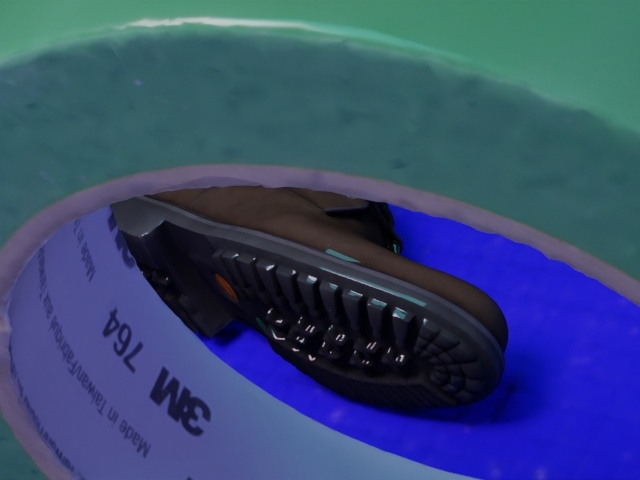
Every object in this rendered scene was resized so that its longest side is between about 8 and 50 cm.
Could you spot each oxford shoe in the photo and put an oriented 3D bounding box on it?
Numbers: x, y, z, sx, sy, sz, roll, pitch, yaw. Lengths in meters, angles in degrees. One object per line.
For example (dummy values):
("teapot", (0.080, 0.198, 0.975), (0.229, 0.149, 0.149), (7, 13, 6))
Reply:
("oxford shoe", (0.000, 0.000, 0.778), (0.096, 0.083, 0.227), (-44, 41, -21))

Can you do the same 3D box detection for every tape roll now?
("tape roll", (0.030, 0.035, 0.528), (0.321, 0.321, 0.077), (-4, 47, 30))
